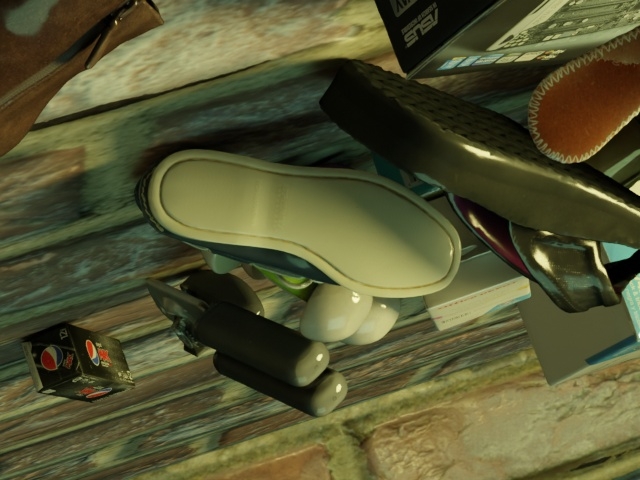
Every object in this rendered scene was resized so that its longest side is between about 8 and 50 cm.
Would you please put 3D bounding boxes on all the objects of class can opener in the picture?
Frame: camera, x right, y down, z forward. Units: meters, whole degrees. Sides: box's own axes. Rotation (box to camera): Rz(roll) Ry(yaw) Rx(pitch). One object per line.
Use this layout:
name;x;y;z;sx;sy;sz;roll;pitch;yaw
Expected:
can opener;-0.062;0.077;1.541;0.095;0.076;0.283;-42;-147;-21

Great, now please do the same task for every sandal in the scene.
sandal;0.154;-0.023;1.307;0.446;0.167;0.107;19;108;-42

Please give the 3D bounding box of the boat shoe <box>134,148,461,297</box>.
boat shoe;-0.018;-0.011;1.294;0.255;0.095;0.079;8;177;-18

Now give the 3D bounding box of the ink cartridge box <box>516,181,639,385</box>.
ink cartridge box;0.380;0.020;1.927;0.270;0.197;0.198;-14;167;-27

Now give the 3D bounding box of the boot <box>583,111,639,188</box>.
boot;0.262;-0.123;1.411;0.236;0.089;0.269;-27;165;7

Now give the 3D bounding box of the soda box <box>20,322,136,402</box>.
soda box;-0.249;0.129;1.748;0.053;0.060;0.169;-22;167;7

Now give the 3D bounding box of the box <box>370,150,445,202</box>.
box;0.118;-0.051;1.531;0.101;0.060;0.244;-21;168;7

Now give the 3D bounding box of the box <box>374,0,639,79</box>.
box;0.220;-0.194;1.024;0.307;0.076;0.242;-9;163;-39

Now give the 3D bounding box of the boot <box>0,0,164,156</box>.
boot;-0.204;-0.100;0.836;0.207;0.090;0.248;-34;164;9

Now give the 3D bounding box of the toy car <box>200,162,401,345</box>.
toy car;0.000;0.000;1.439;0.136;0.159;0.182;-57;159;7

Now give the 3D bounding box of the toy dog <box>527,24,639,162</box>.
toy dog;0.149;-0.129;0.778;0.334;0.161;0.220;15;142;-18

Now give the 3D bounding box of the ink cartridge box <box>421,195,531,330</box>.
ink cartridge box;0.123;0.013;1.459;0.092;0.090;0.143;-20;166;3
